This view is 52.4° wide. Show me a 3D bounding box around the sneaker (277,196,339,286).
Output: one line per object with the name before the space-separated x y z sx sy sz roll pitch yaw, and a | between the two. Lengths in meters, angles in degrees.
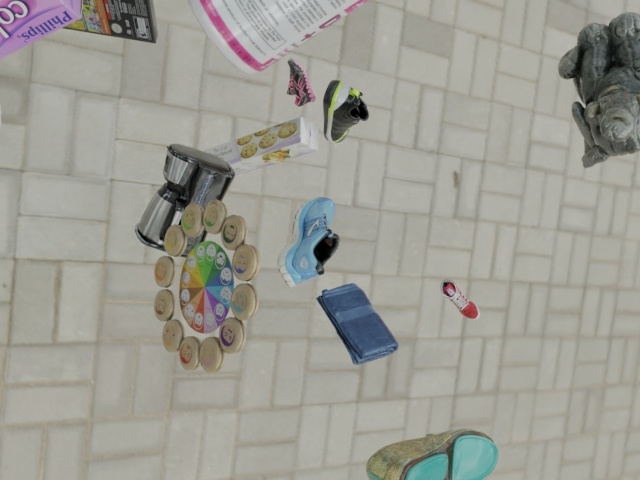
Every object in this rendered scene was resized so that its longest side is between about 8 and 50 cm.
sneaker | 0.000 0.000 0.914 0.063 0.073 0.162 60 34 -36

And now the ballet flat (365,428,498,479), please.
ballet flat | 0.217 0.424 1.264 0.349 0.123 0.123 5 92 -46

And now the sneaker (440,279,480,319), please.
sneaker | 0.334 0.142 1.571 0.042 0.118 0.067 -45 143 6

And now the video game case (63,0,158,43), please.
video game case | -0.490 -0.546 1.402 0.248 0.275 0.035 8 66 -5

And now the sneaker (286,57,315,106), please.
sneaker | -0.055 -0.359 1.493 0.057 0.047 0.119 -30 127 -5

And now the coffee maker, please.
coffee maker | -0.225 -0.068 1.170 0.171 0.120 0.178 10 113 -49

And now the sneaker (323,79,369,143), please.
sneaker | 0.063 -0.284 1.517 0.097 0.234 0.084 19 76 11

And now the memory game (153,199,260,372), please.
memory game | -0.126 0.048 0.686 0.012 0.186 0.186 7 91 -45

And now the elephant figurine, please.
elephant figurine | 0.409 -0.174 0.892 0.186 0.169 0.239 17 61 -14

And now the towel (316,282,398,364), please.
towel | 0.049 0.109 0.863 0.067 0.119 0.029 -11 136 -27

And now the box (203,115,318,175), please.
box | -0.146 -0.210 1.521 0.063 0.324 0.067 19 68 -48

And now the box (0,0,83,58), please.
box | -0.489 -0.376 0.879 0.243 0.214 0.117 41 36 -57

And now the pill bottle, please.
pill bottle | -0.018 -0.352 0.831 0.283 0.160 0.160 -28 114 19
